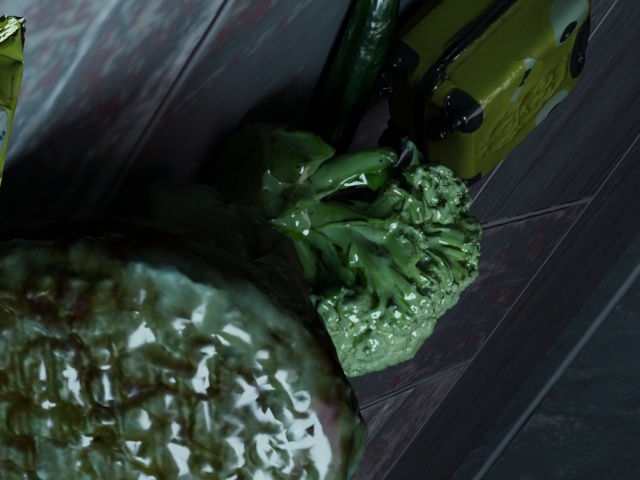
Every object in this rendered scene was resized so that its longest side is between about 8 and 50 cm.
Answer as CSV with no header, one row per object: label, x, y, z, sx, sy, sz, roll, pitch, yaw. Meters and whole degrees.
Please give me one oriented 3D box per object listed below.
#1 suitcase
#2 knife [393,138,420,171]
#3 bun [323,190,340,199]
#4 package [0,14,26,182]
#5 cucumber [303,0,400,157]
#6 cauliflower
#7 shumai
suitcase,0.156,-0.178,1.760,0.235,0.143,0.194,-44,162,-13
knife,0.114,-0.082,2.071,0.078,0.022,0.166,-48,163,15
bun,0.009,0.022,1.872,0.210,0.116,0.237,-29,131,-38
package,-0.267,-0.033,1.122,0.168,0.090,0.226,-32,154,-48
cucumber,0.024,-0.144,1.663,0.056,0.056,0.284,-35,156,-39
cauliflower,0.000,0.000,1.617,0.275,0.272,0.250,-43,121,-11
shumai,-0.132,0.092,1.422,0.395,0.395,0.348,-61,-178,34
